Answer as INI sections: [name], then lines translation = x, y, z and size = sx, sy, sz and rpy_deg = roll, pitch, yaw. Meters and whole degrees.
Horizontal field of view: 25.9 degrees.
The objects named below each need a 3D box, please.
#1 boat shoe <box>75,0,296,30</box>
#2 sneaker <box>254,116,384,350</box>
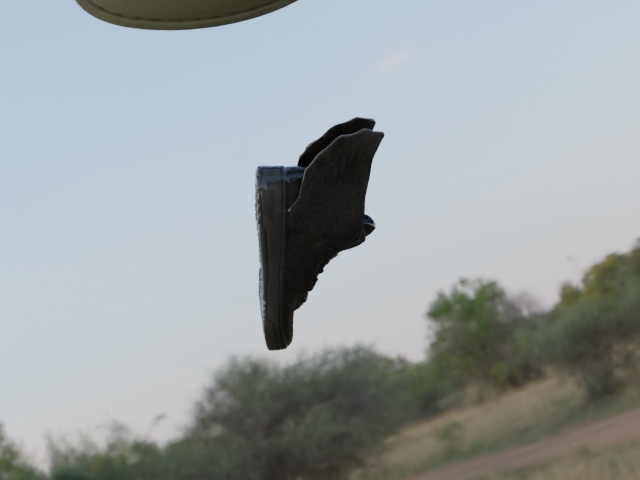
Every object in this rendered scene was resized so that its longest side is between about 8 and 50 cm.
[boat shoe]
translation = -0.020, -0.255, 0.959
size = 0.340, 0.113, 0.127
rpy_deg = -26, -44, 2
[sneaker]
translation = 0.000, -0.001, 0.979
size = 0.089, 0.170, 0.051
rpy_deg = -4, 24, -6
